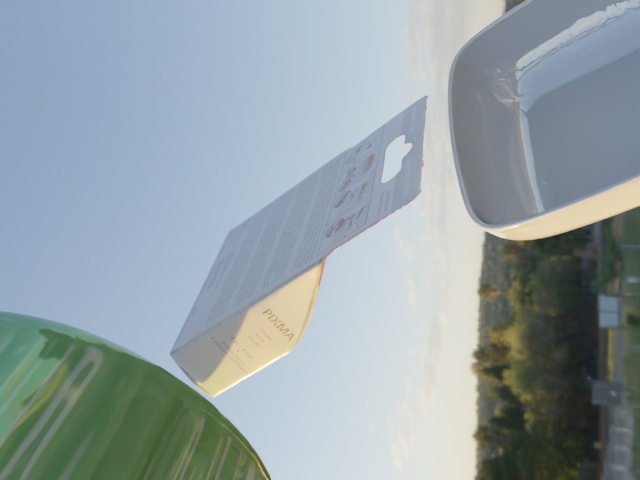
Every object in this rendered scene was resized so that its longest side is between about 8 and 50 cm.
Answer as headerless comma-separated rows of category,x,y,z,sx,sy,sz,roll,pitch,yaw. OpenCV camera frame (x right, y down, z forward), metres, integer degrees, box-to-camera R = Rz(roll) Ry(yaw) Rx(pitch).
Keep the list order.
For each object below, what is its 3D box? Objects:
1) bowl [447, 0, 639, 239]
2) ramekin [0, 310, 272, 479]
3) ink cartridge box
bowl,0.138,-0.070,0.354,0.053,0.142,0.142,32,-134,-39
ramekin,-0.172,0.182,0.425,0.148,0.304,0.303,-67,-24,-44
ink cartridge box,0.000,0.000,0.534,0.056,0.225,0.181,49,-153,-20
